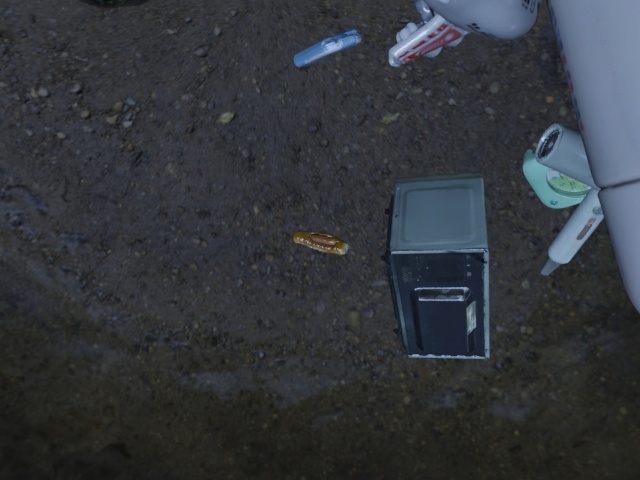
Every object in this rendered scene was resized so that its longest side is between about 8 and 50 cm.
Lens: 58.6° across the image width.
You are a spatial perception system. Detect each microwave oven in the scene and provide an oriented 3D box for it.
[{"bbox_3d":[0.263,0.064,1.284,0.219,0.286,0.354,-2,134,15],"label":"microwave oven"}]

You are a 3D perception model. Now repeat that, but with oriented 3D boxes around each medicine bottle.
[{"bbox_3d":[0.231,-0.098,0.364,0.131,0.130,0.340,-13,88,0],"label":"medicine bottle"}]

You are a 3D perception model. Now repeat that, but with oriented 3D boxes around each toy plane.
[{"bbox_3d":[0.167,-0.281,0.620,0.252,0.252,0.118,-24,75,5],"label":"toy plane"}]

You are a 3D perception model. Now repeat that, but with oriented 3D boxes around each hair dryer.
[{"bbox_3d":[0.256,-0.022,0.594,0.155,0.044,0.183,24,137,-8],"label":"hair dryer"}]

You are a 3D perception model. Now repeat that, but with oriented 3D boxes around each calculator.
[{"bbox_3d":[0.015,-0.493,1.470,0.121,0.210,0.039,-27,105,-28],"label":"calculator"}]

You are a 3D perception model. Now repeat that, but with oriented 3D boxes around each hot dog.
[{"bbox_3d":[0.000,0.000,1.299,0.137,0.044,0.028,16,152,28],"label":"hot dog"}]

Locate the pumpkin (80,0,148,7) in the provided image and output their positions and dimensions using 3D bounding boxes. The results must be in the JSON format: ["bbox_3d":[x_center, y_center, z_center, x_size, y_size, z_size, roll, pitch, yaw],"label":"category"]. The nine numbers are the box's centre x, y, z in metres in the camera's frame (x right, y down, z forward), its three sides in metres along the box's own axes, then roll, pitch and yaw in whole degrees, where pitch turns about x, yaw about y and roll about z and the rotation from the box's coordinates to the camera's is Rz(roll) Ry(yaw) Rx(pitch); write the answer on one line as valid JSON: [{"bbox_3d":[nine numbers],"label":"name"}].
[{"bbox_3d":[-0.375,-0.624,0.947,0.344,0.454,0.454,-12,117,29],"label":"pumpkin"}]

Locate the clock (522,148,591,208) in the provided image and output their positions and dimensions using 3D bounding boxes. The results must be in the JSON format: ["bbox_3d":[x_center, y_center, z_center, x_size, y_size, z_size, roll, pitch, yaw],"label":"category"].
[{"bbox_3d":[0.530,-0.148,1.179,0.189,0.060,0.148,-18,125,38],"label":"clock"}]
